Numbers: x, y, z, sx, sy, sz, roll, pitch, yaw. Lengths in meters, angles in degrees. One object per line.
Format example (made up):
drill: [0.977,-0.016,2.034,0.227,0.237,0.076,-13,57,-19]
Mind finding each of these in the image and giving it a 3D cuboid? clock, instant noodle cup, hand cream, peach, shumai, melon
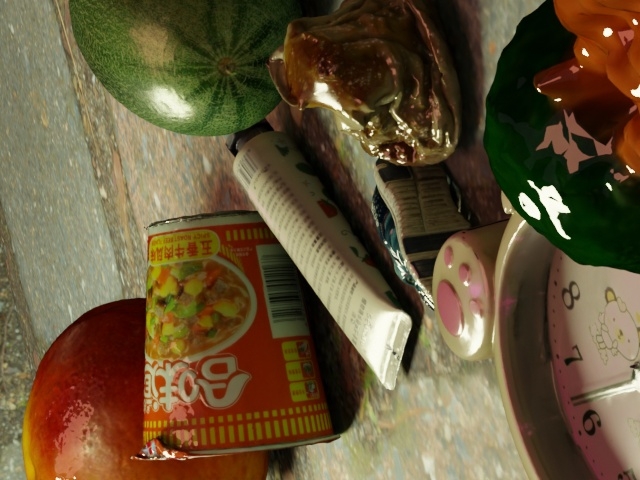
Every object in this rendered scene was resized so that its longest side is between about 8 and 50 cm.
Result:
clock: [0.184,0.065,0.899,0.309,0.114,0.284,117,137,-59]
instant noodle cup: [-0.087,0.084,1.548,0.193,0.193,0.212,166,99,-70]
hand cream: [0.000,0.000,1.433,0.276,0.059,0.095,56,150,33]
peach: [-0.168,0.192,1.731,0.281,0.238,0.281,7,107,25]
shumai: [0.026,-0.118,1.193,0.145,0.116,0.145,165,90,-71]
melon: [-0.117,-0.190,1.434,0.287,0.182,0.182,-134,36,-52]

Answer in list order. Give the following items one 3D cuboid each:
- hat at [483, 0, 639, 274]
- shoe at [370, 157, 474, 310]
hat: [0.195,-0.082,0.592,0.400,0.285,0.285,91,159,-63]
shoe: [0.074,0.004,1.218,0.071,0.064,0.143,103,150,-48]
